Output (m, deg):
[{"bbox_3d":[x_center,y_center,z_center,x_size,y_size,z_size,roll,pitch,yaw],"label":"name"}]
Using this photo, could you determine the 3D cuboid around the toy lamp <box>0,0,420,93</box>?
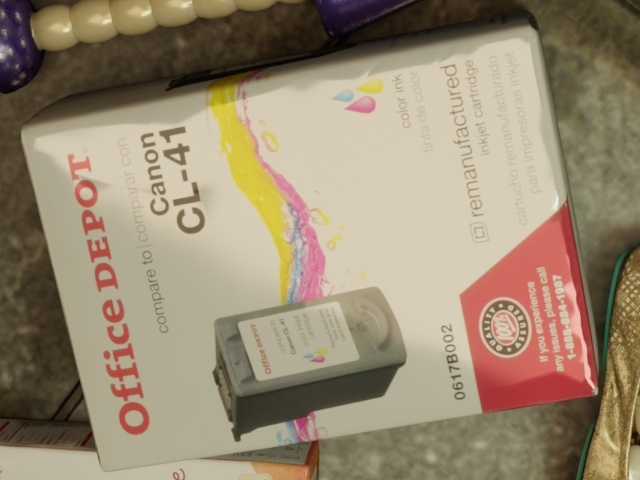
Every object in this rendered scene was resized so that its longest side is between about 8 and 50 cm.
[{"bbox_3d":[-0.070,-0.147,1.060,0.274,0.080,0.080,-9,100,11],"label":"toy lamp"}]

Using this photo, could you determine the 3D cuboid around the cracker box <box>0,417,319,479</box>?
[{"bbox_3d":[-0.120,0.204,1.137,0.232,0.067,0.156,3,101,6],"label":"cracker box"}]

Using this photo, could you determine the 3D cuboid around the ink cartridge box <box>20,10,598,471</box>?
[{"bbox_3d":[0.000,0.000,1.053,0.306,0.131,0.226,-11,100,7],"label":"ink cartridge box"}]

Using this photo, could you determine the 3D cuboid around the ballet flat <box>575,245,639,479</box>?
[{"bbox_3d":[0.204,0.106,1.075,0.067,0.073,0.206,15,106,36],"label":"ballet flat"}]
